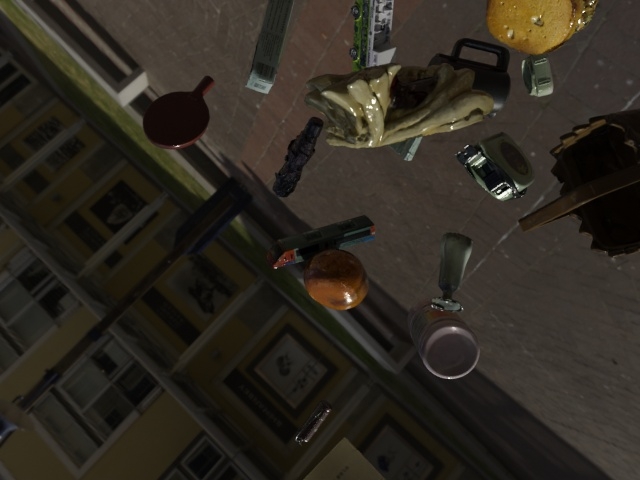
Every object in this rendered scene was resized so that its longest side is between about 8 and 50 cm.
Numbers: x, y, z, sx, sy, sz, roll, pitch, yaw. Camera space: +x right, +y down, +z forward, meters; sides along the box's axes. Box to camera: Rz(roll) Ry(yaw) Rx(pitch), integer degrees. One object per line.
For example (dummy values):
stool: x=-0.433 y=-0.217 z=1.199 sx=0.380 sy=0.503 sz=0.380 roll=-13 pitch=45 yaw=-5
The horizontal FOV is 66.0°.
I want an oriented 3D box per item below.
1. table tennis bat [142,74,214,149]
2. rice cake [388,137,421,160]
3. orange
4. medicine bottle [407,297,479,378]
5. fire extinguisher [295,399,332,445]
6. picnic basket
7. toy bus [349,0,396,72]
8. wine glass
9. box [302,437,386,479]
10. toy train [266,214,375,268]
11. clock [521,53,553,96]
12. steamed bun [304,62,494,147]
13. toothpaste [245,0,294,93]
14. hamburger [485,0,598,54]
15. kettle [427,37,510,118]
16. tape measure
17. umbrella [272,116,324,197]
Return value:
table tennis bat: x=-0.442 y=-0.421 z=1.593 sx=0.200 sy=0.310 sz=0.038 roll=28 pitch=154 yaw=5
rice cake: x=0.318 y=-0.397 z=1.706 sx=0.038 sy=0.211 sz=0.124 roll=3 pitch=-145 yaw=-40
orange: x=0.057 y=0.129 z=1.691 sx=0.240 sy=0.171 sz=0.240 roll=19 pitch=145 yaw=14
medicine bottle: x=0.288 y=0.227 z=1.192 sx=0.133 sy=0.133 sz=0.250 roll=44 pitch=-174 yaw=-2
fire extinguisher: x=-0.030 y=0.549 z=1.466 sx=0.045 sy=0.157 sz=0.078 roll=39 pitch=-175 yaw=37
picnic basket: x=0.601 y=-0.111 z=1.031 sx=0.254 sy=0.320 sz=0.292 roll=117 pitch=132 yaw=-77
toy bus: x=0.180 y=-0.701 z=1.651 sx=0.139 sy=0.113 sz=0.302 roll=37 pitch=143 yaw=35
wine glass: x=0.274 y=0.066 z=1.030 sx=0.072 sy=0.156 sz=0.072 roll=13 pitch=157 yaw=6
box: x=0.085 y=0.587 z=1.068 sx=0.256 sy=0.164 sz=0.069 roll=40 pitch=149 yaw=26
toy train: x=0.000 y=0.000 z=1.784 sx=0.086 sy=0.409 sz=0.089 roll=-129 pitch=29 yaw=-51
clock: x=0.741 y=-0.571 z=1.697 sx=0.191 sy=0.062 sz=0.152 roll=-53 pitch=-52 yaw=-74
steamed bun: x=0.106 y=-0.289 z=1.025 sx=0.428 sy=0.247 sz=0.189 roll=15 pitch=139 yaw=56
toothpaste: x=-0.113 y=-0.542 z=1.222 sx=0.067 sy=0.337 sz=0.081 roll=15 pitch=175 yaw=-16
hamburger: x=0.400 y=-0.436 z=0.876 sx=0.182 sy=0.118 sz=0.191 roll=42 pitch=166 yaw=-7
kettle: x=0.591 y=-0.652 z=2.003 sx=0.307 sy=0.263 sz=0.203 roll=4 pitch=170 yaw=-10
tape measure: x=0.521 y=-0.205 z=1.453 sx=0.115 sy=0.235 sz=0.207 roll=-37 pitch=82 yaw=44
umbrella: x=-0.080 y=-0.281 z=1.675 sx=0.094 sy=0.090 sz=0.326 roll=27 pitch=125 yaw=-4
